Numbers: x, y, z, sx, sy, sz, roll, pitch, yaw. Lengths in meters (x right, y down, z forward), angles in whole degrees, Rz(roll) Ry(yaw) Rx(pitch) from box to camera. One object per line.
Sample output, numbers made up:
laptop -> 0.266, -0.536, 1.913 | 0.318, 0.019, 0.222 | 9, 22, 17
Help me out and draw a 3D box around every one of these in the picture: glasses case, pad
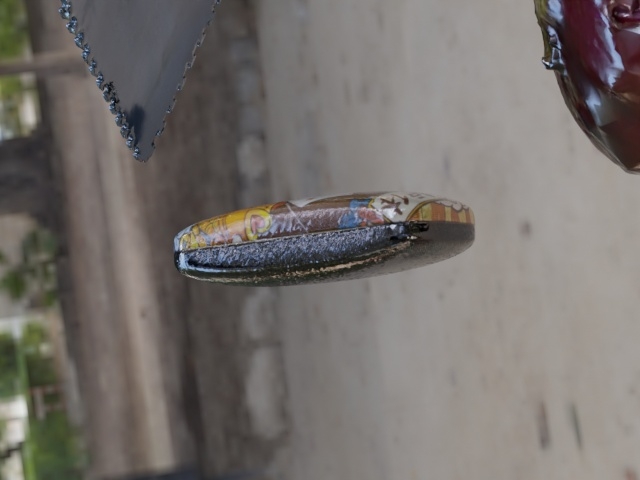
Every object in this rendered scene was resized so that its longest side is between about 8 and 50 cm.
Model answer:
glasses case -> 0.000, 0.000, 1.860 | 0.122, 0.321, 0.082 | 9, -103, -53
pad -> -0.106, -0.221, 1.410 | 0.269, 0.012, 0.269 | 75, -144, -65

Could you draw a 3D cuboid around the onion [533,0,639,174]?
onion -> 0.357, -0.237, 1.366 | 0.398, 0.420, 0.398 | -6, -90, -82
